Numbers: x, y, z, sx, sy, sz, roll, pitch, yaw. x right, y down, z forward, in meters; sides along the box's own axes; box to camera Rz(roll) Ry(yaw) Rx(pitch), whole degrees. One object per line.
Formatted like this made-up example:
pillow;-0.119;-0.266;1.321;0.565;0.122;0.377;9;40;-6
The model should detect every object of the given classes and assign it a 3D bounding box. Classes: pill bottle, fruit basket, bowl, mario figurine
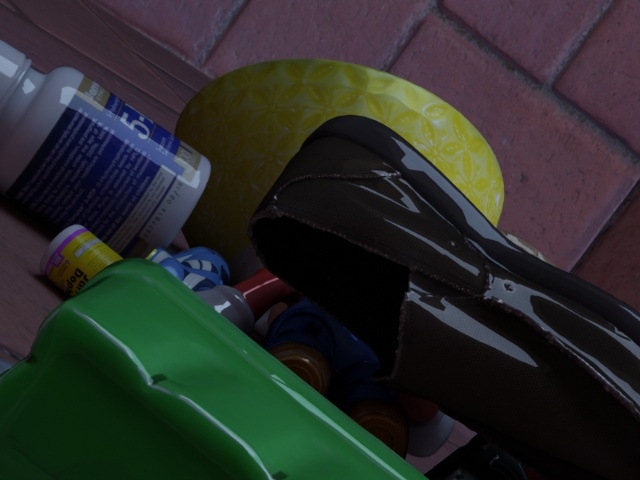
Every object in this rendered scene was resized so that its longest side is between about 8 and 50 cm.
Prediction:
pill bottle;-0.145;0.029;1.277;0.083;0.043;0.043;37;7;15
fruit basket;-0.029;0.151;0.755;0.327;0.165;0.353;38;-9;11
bowl;0.000;0.000;1.598;0.289;0.289;0.156;33;51;-24
pill bottle;-0.187;-0.065;1.432;0.187;0.112;0.112;34;7;-13
mario figurine;-0.003;0.100;1.361;0.320;0.170;0.198;-72;144;-72

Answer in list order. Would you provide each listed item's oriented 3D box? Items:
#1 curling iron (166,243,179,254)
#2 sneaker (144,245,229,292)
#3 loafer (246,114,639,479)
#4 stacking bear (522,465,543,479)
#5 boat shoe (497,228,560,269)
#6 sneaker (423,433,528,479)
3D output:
curling iron;-0.158;-0.020;1.585;0.068;0.035;0.274;28;10;-49
sneaker;-0.098;0.040;1.421;0.059;0.053;0.144;42;14;13
loafer;0.092;0.073;1.203;0.366;0.134;0.130;39;50;22
stacking bear;0.255;0.217;1.487;0.289;0.175;0.164;45;-19;47
boat shoe;0.182;0.114;1.347;0.285;0.103;0.092;45;-29;-7
sneaker;0.100;0.197;1.243;0.106;0.101;0.267;50;14;3
